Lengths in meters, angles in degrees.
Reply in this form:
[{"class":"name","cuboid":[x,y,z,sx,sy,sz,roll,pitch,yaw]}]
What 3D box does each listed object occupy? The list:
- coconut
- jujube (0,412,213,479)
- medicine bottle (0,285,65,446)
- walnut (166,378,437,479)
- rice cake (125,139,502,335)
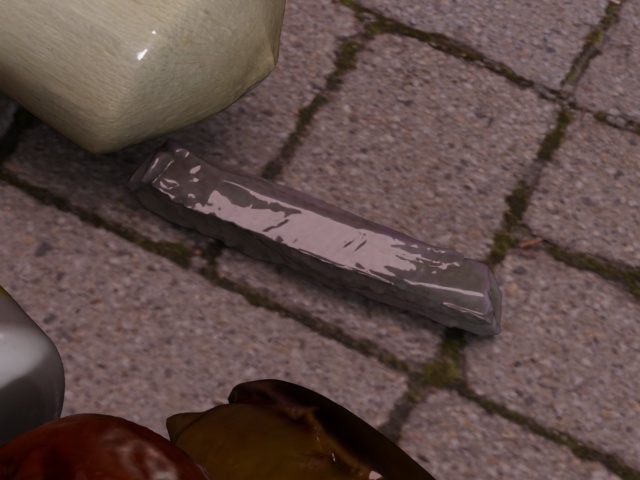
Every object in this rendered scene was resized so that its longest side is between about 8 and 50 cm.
[{"class":"coconut","cuboid":[-0.139,-0.183,1.212,0.247,0.245,0.245,38,43,-10]},{"class":"jujube","cuboid":[-0.104,0.206,0.887,0.168,0.168,0.236,-12,69,-27]},{"class":"medicine bottle","cuboid":[-0.317,0.023,0.964,0.208,0.208,0.340,-28,60,-37]},{"class":"walnut","cuboid":[0.004,0.164,0.989,0.245,0.137,0.137,39,48,21]},{"class":"rice cake","cuboid":[0.000,0.000,1.206,0.270,0.049,0.055,20,66,2]}]
